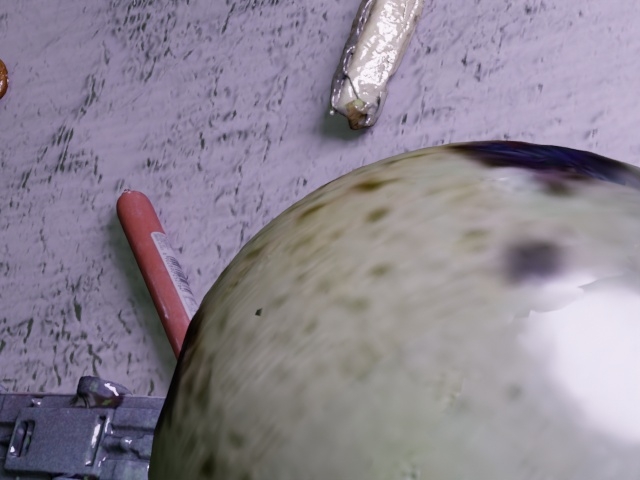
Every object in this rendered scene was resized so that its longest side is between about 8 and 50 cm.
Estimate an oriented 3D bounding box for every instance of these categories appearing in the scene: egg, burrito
[{"bbox_3d":[0.110,0.142,0.833,0.345,0.345,0.428,-51,50,4],"label":"egg"},{"bbox_3d":[0.051,-0.164,1.282,0.045,0.041,0.185,22,76,3],"label":"burrito"}]

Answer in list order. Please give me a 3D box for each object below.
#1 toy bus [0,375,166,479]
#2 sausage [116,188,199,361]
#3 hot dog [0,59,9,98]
[{"bbox_3d":[-0.180,0.152,1.240,0.268,0.106,0.092,-3,63,37],"label":"toy bus"},{"bbox_3d":[-0.112,0.034,1.306,0.029,0.029,0.223,-41,46,14],"label":"sausage"},{"bbox_3d":[-0.313,-0.139,1.574,0.083,0.035,0.058,-5,66,39],"label":"hot dog"}]
